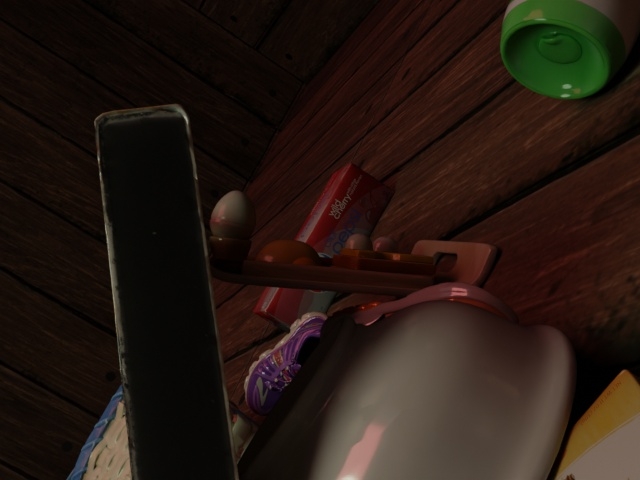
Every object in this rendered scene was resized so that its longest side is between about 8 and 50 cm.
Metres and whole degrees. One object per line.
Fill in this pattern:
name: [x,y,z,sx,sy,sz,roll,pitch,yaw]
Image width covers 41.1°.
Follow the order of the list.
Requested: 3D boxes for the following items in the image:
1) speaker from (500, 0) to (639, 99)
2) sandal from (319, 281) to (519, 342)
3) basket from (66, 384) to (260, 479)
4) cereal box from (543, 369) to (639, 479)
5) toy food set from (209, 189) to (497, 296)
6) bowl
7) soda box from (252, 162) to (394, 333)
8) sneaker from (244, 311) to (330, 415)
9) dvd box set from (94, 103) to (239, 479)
speaker: [0.282,-0.287,0.861,0.296,0.131,0.131,-63,13,-24]
sandal: [0.066,0.105,0.767,0.265,0.102,0.076,-34,23,57]
basket: [-0.230,0.293,1.165,0.289,0.201,0.254,11,66,48]
cereal box: [0.135,0.179,0.387,0.173,0.047,0.240,-54,7,13]
toy food set: [0.000,0.000,0.886,0.220,0.306,0.092,-175,90,-76]
bowl: [0.031,0.148,0.595,0.297,0.134,0.298,-55,0,0]
soda box: [0.004,0.016,1.295,0.263,0.084,0.092,-60,12,-13]
sneaker: [-0.042,0.169,1.133,0.170,0.068,0.071,-54,18,14]
dvd box set: [-0.122,0.106,0.678,0.420,0.062,0.307,137,125,-75]
